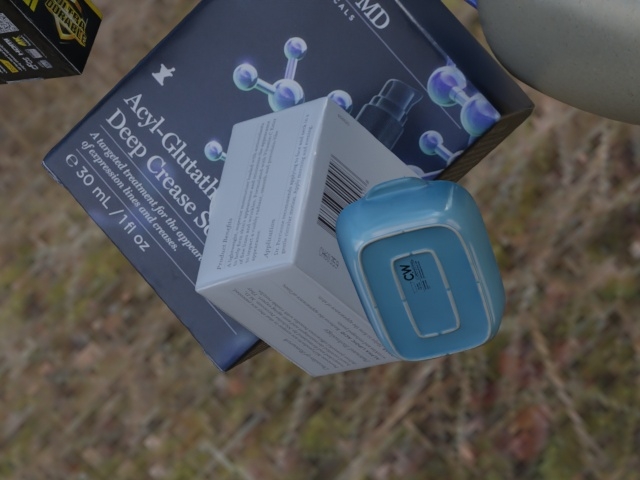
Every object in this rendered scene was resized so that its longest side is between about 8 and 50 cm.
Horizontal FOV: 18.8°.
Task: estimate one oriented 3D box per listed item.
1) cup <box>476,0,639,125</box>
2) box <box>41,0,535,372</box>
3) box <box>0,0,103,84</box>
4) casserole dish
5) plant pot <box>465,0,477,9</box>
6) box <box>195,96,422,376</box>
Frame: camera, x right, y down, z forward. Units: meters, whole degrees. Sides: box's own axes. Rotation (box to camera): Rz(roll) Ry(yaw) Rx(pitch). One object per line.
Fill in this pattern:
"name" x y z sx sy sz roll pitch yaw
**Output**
"cup" 0.343 -0.230 1.777 0.331 0.331 0.237 -43 45 0
"box" -0.029 -0.109 1.997 0.395 0.293 0.212 -43 -5 15
"box" -0.392 -0.258 1.774 0.257 0.322 0.079 -2 58 32
"casserole dish" 0.081 0.031 1.513 0.114 0.188 0.037 -14 40 9
"plant pot" 0.316 -0.333 2.116 0.212 0.236 0.236 -13 -49 -42
"box" 0.000 0.000 1.755 0.119 0.182 0.181 -14 52 37
